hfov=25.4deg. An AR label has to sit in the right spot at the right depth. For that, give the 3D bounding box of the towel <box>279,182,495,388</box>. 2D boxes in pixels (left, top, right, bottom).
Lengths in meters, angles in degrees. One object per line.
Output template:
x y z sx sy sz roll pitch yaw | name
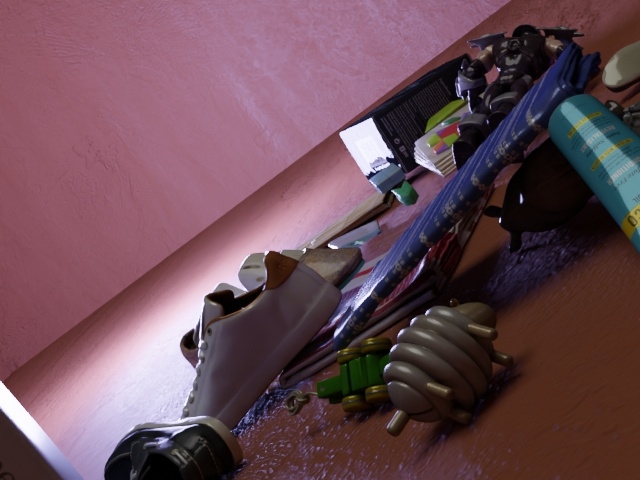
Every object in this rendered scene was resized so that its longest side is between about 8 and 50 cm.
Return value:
0.079 0.039 1.686 0.237 0.037 0.329 -35 9 27 | towel

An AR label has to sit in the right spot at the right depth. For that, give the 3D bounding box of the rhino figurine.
0.221 -0.049 1.373 0.106 0.073 0.243 -35 -8 -17 | rhino figurine

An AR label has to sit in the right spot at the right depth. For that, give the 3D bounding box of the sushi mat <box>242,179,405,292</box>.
0.000 0.000 2.291 0.316 0.019 0.151 -35 8 25 | sushi mat

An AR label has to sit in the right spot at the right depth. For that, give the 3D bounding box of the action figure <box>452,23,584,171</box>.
0.254 -0.201 1.891 0.185 0.099 0.285 -13 34 35 | action figure

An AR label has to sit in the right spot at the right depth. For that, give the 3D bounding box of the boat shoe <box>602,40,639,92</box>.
0.393 -0.221 1.708 0.137 0.049 0.043 -43 -33 -14 | boat shoe

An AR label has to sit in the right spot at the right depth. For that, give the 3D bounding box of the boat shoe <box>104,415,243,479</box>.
-0.177 0.244 1.515 0.079 0.084 0.233 -44 13 -37 | boat shoe

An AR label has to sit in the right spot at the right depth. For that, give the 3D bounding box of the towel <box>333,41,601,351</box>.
0.146 -0.045 1.375 0.336 0.040 0.243 -49 0 22 | towel

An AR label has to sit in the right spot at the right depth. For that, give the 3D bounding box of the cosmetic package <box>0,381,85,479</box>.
-0.449 0.316 1.444 0.393 0.329 0.327 -41 8 -11 | cosmetic package

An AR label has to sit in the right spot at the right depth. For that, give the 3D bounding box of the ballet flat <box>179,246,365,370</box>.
-0.076 0.079 1.752 0.316 0.106 0.107 -43 7 36 | ballet flat

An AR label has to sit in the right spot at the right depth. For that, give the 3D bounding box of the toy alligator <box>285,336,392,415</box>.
0.037 0.133 1.323 0.051 0.056 0.189 7 -22 -33 | toy alligator

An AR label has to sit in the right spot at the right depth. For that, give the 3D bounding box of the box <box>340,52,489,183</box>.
0.159 -0.193 2.278 0.207 0.108 0.153 -35 6 -18 | box

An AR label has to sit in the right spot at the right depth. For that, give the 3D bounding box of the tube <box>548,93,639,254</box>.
0.253 -0.047 1.144 0.080 0.052 0.207 -42 39 8 | tube

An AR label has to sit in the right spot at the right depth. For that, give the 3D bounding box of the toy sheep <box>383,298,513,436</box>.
0.095 0.101 1.120 0.132 0.091 0.091 -48 11 -21 | toy sheep

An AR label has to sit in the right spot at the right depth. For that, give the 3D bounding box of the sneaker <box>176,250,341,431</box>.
-0.110 0.130 1.614 0.290 0.123 0.106 -50 8 10 | sneaker

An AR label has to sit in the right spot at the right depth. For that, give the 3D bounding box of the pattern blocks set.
0.220 -0.165 2.031 0.325 0.026 0.285 -41 19 -11 | pattern blocks set

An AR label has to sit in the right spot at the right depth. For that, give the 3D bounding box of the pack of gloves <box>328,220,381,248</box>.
0.012 0.042 1.995 0.195 0.046 0.232 -24 8 -1 | pack of gloves

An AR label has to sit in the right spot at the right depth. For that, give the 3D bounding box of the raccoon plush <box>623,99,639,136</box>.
0.425 -0.252 1.255 0.446 0.216 0.299 -37 -2 31 | raccoon plush
